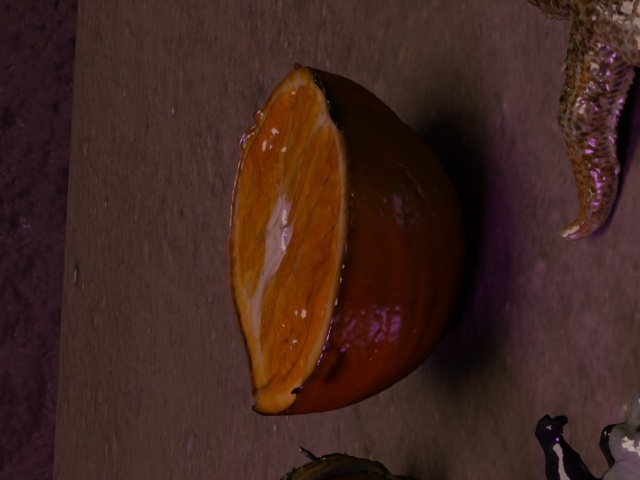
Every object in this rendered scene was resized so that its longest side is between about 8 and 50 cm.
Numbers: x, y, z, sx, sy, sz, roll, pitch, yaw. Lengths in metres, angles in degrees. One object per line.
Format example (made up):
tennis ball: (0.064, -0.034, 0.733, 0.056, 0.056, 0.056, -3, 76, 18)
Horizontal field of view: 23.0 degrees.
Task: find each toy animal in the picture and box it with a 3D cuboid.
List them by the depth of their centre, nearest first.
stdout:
toy animal: (0.181, 0.195, 1.027, 0.121, 0.094, 0.225, 48, 121, 50)

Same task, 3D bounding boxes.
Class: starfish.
starfish: (0.216, -0.190, 1.056, 0.358, 0.078, 0.347, 126, 146, -54)

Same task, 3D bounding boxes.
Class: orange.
orange: (0.001, 0.004, 1.330, 0.310, 0.274, 0.274, -47, -27, -65)

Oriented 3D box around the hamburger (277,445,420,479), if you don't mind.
hamburger: (0.014, 0.261, 1.358, 0.185, 0.177, 0.113, 67, 165, -2)
